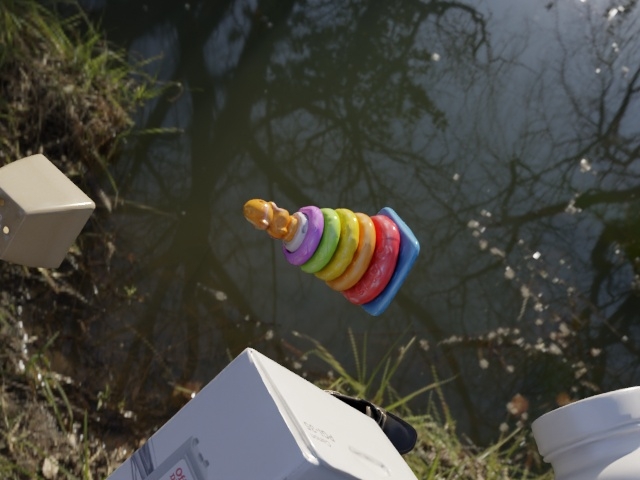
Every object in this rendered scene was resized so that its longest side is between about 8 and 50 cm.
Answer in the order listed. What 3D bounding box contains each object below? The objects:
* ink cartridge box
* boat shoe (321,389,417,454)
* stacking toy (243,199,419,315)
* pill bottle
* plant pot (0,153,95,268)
[{"bbox_3d":[-0.075,0.246,0.616,0.207,0.283,0.117,40,9,-46],"label":"ink cartridge box"},{"bbox_3d":[0.094,0.459,1.906,0.355,0.130,0.132,20,71,-19],"label":"boat shoe"},{"bbox_3d":[0.000,0.000,1.309,0.301,0.166,0.175,21,20,-27],"label":"stacking toy"},{"bbox_3d":[0.341,0.331,0.789,0.187,0.188,0.334,-4,63,-23],"label":"pill bottle"},{"bbox_3d":[-0.366,-0.032,0.944,0.109,0.109,0.096,41,18,12],"label":"plant pot"}]
